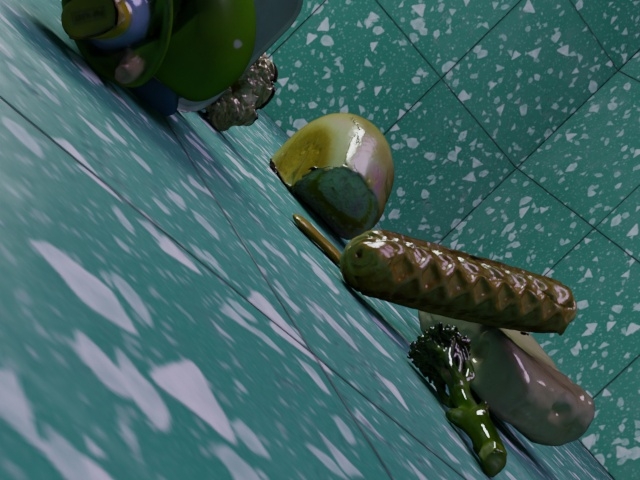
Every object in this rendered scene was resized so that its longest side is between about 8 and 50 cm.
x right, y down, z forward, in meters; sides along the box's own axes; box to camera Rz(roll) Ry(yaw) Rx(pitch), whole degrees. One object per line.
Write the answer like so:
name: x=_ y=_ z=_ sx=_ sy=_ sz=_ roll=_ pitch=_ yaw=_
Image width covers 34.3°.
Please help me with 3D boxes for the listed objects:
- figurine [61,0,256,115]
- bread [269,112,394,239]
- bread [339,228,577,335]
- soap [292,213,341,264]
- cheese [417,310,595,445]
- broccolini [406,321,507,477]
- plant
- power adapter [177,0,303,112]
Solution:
figurine: x=-0.139 y=-0.192 z=0.878 sx=0.263 sy=0.143 sz=0.162 roll=-21 pitch=94 yaw=-76
bread: x=0.037 y=-0.104 z=1.547 sx=0.158 sy=0.156 sz=0.260 roll=42 pitch=6 yaw=-27
bread: x=0.167 y=0.052 z=1.188 sx=0.367 sy=0.077 sz=0.084 roll=13 pitch=26 yaw=-40
soap: x=0.000 y=0.000 z=1.181 sx=0.089 sy=0.012 sz=0.034 roll=44 pitch=5 yaw=-23
cheese: x=0.222 y=0.151 z=1.315 sx=0.159 sy=0.093 sz=0.263 roll=33 pitch=12 yaw=-34
broccolini: x=0.130 y=0.132 z=0.907 sx=0.067 sy=0.058 sz=0.216 roll=47 pitch=4 yaw=-17
plant: x=-0.121 y=-0.200 z=1.334 sx=0.122 sy=0.116 sz=0.104 roll=14 pitch=-40 yaw=59
power adapter: x=-0.160 y=-0.282 z=1.130 sx=0.255 sy=0.187 sz=0.124 roll=49 pitch=4 yaw=40
